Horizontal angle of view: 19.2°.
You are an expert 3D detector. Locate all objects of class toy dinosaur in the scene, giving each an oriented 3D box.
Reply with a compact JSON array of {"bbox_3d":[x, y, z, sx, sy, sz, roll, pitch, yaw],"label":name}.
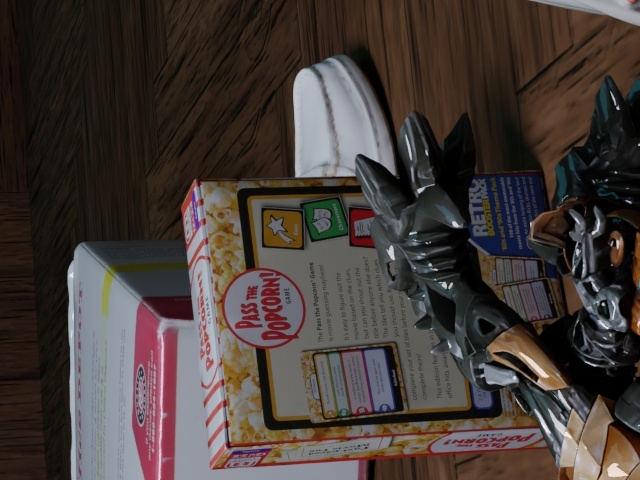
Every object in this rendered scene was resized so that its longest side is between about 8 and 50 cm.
[{"bbox_3d":[0.123,0.047,0.785,0.322,0.164,0.218,-54,53,32],"label":"toy dinosaur"}]

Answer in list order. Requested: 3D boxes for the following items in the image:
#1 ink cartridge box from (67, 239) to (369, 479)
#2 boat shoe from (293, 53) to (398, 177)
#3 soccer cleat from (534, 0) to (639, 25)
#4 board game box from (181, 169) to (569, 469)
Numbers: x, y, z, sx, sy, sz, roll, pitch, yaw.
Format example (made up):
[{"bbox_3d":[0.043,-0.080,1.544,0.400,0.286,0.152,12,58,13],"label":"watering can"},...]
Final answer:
[{"bbox_3d":[-0.091,0.159,1.492,0.385,0.160,0.279,-151,61,-71],"label":"ink cartridge box"},{"bbox_3d":[0.000,0.000,1.273,0.098,0.096,0.277,119,146,-62],"label":"boat shoe"},{"bbox_3d":[0.082,-0.133,0.808,0.076,0.196,0.068,-123,52,-84],"label":"soccer cleat"},{"bbox_3d":[0.032,0.039,0.992,0.045,0.194,0.146,125,141,-64],"label":"board game box"}]
